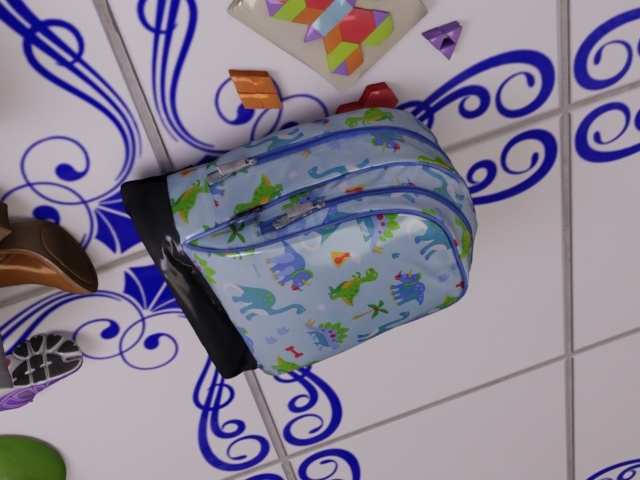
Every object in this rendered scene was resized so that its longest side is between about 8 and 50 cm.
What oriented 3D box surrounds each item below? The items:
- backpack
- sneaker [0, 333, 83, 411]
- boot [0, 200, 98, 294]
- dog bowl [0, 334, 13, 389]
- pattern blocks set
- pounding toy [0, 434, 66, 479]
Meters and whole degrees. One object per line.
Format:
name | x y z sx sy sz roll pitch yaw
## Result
backpack | 0.000 0.000 1.029 0.355 0.273 0.290 -29 129 -9
sneaker | -0.376 0.175 1.153 0.169 0.068 0.071 -23 148 10
boot | -0.370 0.035 1.030 0.152 0.073 0.197 -34 132 19
dog bowl | -0.490 0.107 0.898 0.348 0.102 0.349 -2 172 0
pattern blocks set | 0.012 -0.247 0.956 0.324 0.026 0.285 18 120 -31
pounding toy | -0.468 0.366 1.233 0.236 0.110 0.183 10 124 -28
